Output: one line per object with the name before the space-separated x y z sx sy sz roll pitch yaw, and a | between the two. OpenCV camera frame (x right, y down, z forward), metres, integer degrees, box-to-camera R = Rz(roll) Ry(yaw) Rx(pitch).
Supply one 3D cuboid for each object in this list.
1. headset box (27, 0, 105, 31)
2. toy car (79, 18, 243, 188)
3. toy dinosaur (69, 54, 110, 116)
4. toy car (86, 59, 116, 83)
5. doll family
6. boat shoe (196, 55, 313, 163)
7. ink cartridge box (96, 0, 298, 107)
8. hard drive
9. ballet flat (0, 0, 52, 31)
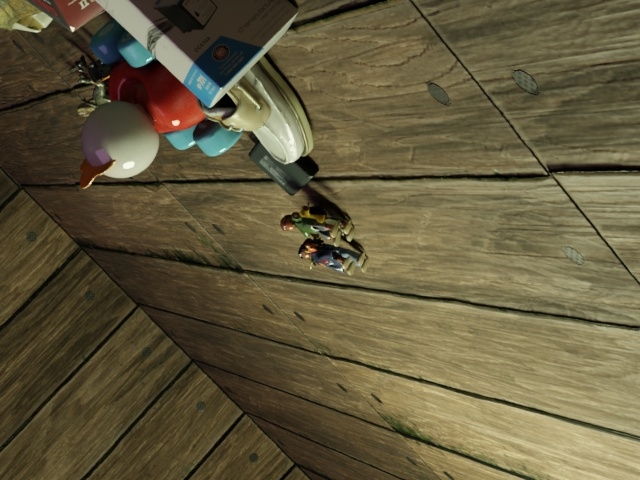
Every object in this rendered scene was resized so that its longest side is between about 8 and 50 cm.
headset box | -0.369 -0.411 1.630 0.218 0.110 0.293 37 160 45
toy car | -0.283 -0.171 1.898 0.219 0.238 0.210 51 162 -28
toy dinosaur | -0.370 -0.257 2.217 0.118 0.064 0.268 43 163 -27
toy car | -0.325 -0.256 2.120 0.122 0.060 0.040 48 -164 4
doll family | 0.000 0.000 1.965 0.111 0.076 0.193 11 146 25
boat shoe | -0.112 -0.196 1.670 0.113 0.103 0.302 27 158 44
ink cartridge box | -0.144 -0.272 1.483 0.190 0.140 0.082 43 163 -4
hard drive | -0.056 -0.115 1.897 0.094 0.022 0.135 43 164 -3
ballet flat | -0.458 -0.381 2.019 0.123 0.123 0.348 47 164 -15
